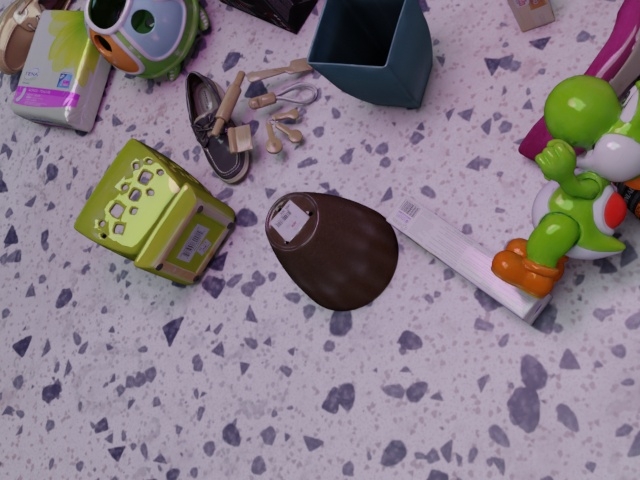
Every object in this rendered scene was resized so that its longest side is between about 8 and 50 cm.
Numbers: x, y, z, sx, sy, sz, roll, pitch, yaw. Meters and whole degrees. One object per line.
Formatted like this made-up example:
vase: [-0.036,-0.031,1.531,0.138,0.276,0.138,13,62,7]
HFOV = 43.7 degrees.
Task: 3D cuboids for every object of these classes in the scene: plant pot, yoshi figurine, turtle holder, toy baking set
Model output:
plant pot: [0.115,-0.351,1.521,0.166,0.234,0.165,11,78,29]
plant pot: [-0.327,-0.042,1.660,0.207,0.227,0.228,33,90,27]
plant pot: [0.000,0.000,1.462,0.215,0.230,0.215,-10,69,25]
yoshi figurine: [0.378,-0.104,1.240,0.362,0.203,0.203,-63,33,23]
turtle holder: [-0.394,-0.532,1.821,0.320,0.227,0.243,-40,73,17]
toy baking set: [-0.115,-0.287,1.705,0.197,0.030,0.256,14,72,8]

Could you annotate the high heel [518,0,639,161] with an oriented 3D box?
high heel: [0.472,-0.305,1.388,0.181,0.127,0.377,12,75,37]

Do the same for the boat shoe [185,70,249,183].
boat shoe: [-0.240,-0.253,1.758,0.103,0.092,0.285,-28,62,17]

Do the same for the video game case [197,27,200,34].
video game case: [-0.408,-0.558,1.995,0.227,0.026,0.206,-19,65,20]

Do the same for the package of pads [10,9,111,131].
package of pads: [-0.645,-0.434,2.022,0.229,0.101,0.296,13,83,32]

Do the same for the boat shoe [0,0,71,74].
boat shoe: [-0.760,-0.596,2.137,0.110,0.121,0.341,19,81,32]

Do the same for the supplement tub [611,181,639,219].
supplement tub: [0.554,-0.066,1.259,0.117,0.117,0.190,-42,58,9]

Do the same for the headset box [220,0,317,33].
headset box: [-0.177,-0.597,1.772,0.293,0.218,0.110,32,89,31]

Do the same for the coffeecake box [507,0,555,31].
coffeecake box: [0.373,-0.510,1.494,0.068,0.142,0.185,-16,66,23]

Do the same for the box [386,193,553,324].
box: [0.256,0.029,1.415,0.324,0.063,0.067,37,93,32]
